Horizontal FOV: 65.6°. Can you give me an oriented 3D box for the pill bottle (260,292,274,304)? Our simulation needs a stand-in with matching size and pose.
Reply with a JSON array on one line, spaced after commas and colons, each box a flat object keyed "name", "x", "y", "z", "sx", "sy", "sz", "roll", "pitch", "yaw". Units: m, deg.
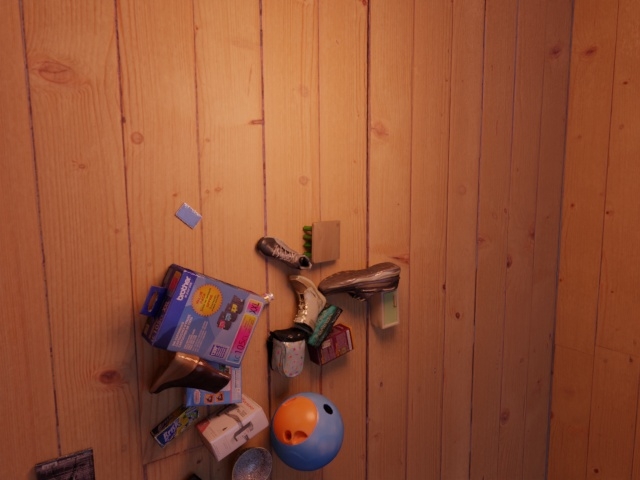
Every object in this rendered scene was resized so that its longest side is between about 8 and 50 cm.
[{"name": "pill bottle", "x": -0.221, "y": 0.229, "z": 1.897, "sx": 0.083, "sy": 0.043, "sz": 0.043, "roll": -25, "pitch": 109, "yaw": -30}]

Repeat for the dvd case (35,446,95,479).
[{"name": "dvd case", "x": -0.809, "y": 0.792, "z": 1.591, "sx": 0.164, "sy": 0.018, "sz": 0.221, "roll": -6, "pitch": 99, "yaw": -34}]

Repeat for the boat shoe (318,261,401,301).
[{"name": "boat shoe", "x": 0.171, "y": 0.191, "z": 2.060, "sx": 0.355, "sy": 0.132, "sz": 0.130, "roll": -11, "pitch": 105, "yaw": -8}]

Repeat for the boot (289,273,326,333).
[{"name": "boot", "x": -0.068, "y": 0.249, "z": 1.955, "sx": 0.213, "sy": 0.077, "sz": 0.165, "roll": 49, "pitch": 47, "yaw": -32}]

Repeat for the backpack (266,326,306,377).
[{"name": "backpack", "x": -0.130, "y": 0.442, "z": 1.945, "sx": 0.152, "sy": 0.115, "sz": 0.182, "roll": 3, "pitch": 97, "yaw": -37}]

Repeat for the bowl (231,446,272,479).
[{"name": "bowl", "x": -0.279, "y": 0.865, "z": 1.921, "sx": 0.170, "sy": 0.080, "sz": 0.170, "roll": -5, "pitch": 100, "yaw": -33}]

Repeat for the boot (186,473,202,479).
[{"name": "boot", "x": -0.479, "y": 1.037, "z": 1.800, "sx": 0.280, "sy": 0.096, "sz": 0.264, "roll": -46, "pitch": 119, "yaw": -20}]

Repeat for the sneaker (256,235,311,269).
[{"name": "sneaker", "x": -0.122, "y": 0.052, "z": 1.886, "sx": 0.229, "sy": 0.132, "sz": 0.086, "roll": 28, "pitch": 81, "yaw": -34}]

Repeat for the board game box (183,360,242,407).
[{"name": "board game box", "x": -0.387, "y": 0.512, "z": 1.795, "sx": 0.211, "sy": 0.039, "sz": 0.160, "roll": 8, "pitch": 70, "yaw": -35}]

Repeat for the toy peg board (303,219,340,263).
[{"name": "toy peg board", "x": 0.000, "y": 0.000, "z": 2.009, "sx": 0.161, "sy": 0.079, "sz": 0.161, "roll": -8, "pitch": 102, "yaw": -49}]

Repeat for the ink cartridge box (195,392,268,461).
[{"name": "ink cartridge box", "x": -0.323, "y": 0.676, "z": 1.818, "sx": 0.218, "sy": 0.158, "sz": 0.092, "roll": -27, "pitch": 110, "yaw": -29}]

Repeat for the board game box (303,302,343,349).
[{"name": "board game box", "x": -0.001, "y": 0.340, "z": 2.011, "sx": 0.026, "sy": 0.126, "sz": 0.186, "roll": 44, "pitch": 71, "yaw": -30}]

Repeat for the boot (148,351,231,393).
[{"name": "boot", "x": -0.442, "y": 0.480, "z": 1.669, "sx": 0.207, "sy": 0.248, "sz": 0.090, "roll": 32, "pitch": 34, "yaw": -21}]

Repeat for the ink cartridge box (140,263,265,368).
[{"name": "ink cartridge box", "x": -0.423, "y": 0.253, "z": 1.705, "sx": 0.395, "sy": 0.151, "sz": 0.270, "roll": 25, "pitch": 82, "yaw": -32}]

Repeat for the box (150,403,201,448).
[{"name": "box", "x": -0.509, "y": 0.644, "z": 1.751, "sx": 0.169, "sy": 0.054, "sz": 0.059, "roll": -39, "pitch": 115, "yaw": -25}]

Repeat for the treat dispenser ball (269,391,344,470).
[{"name": "treat dispenser ball", "x": -0.053, "y": 0.738, "z": 1.930, "sx": 0.288, "sy": 0.288, "sz": 0.288, "roll": -5, "pitch": 99, "yaw": -33}]

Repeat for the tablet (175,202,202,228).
[{"name": "tablet", "x": -0.455, "y": -0.085, "z": 1.720, "sx": 0.083, "sy": 0.006, "sz": 0.054, "roll": 43, "pitch": 73, "yaw": -29}]

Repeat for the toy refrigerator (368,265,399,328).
[{"name": "toy refrigerator", "x": 0.285, "y": 0.247, "z": 2.211, "sx": 0.102, "sy": 0.094, "sz": 0.269, "roll": -9, "pitch": 101, "yaw": -32}]

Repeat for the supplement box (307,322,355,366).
[{"name": "supplement box", "x": 0.044, "y": 0.433, "z": 2.080, "sx": 0.188, "sy": 0.081, "sz": 0.104, "roll": -20, "pitch": 107, "yaw": -31}]
